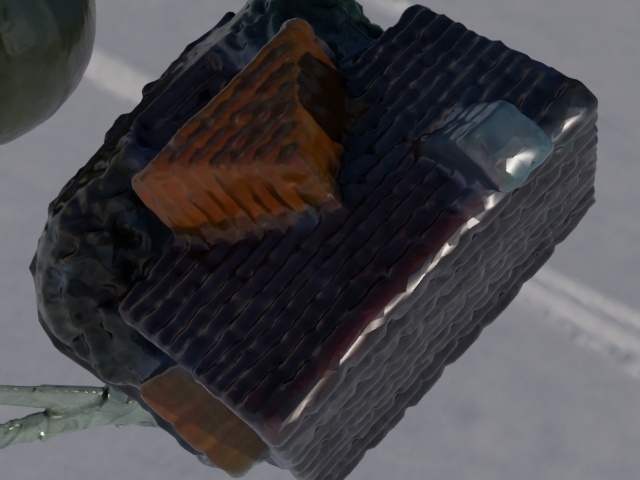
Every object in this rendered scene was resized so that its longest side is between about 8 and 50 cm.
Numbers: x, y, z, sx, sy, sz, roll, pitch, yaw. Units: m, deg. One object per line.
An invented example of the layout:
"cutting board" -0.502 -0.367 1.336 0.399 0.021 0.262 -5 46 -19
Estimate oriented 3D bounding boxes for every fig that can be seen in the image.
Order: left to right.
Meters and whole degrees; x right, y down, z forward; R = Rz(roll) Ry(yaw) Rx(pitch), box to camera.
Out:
"fig" -0.362 -0.242 1.631 0.316 0.316 0.316 27 21 -11

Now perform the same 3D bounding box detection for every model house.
"model house" 0.000 0.000 1.187 0.297 0.360 0.339 47 -9 -12

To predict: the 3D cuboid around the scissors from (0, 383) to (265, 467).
"scissors" -0.164 0.140 1.489 0.383 0.256 0.029 -1 52 -30
